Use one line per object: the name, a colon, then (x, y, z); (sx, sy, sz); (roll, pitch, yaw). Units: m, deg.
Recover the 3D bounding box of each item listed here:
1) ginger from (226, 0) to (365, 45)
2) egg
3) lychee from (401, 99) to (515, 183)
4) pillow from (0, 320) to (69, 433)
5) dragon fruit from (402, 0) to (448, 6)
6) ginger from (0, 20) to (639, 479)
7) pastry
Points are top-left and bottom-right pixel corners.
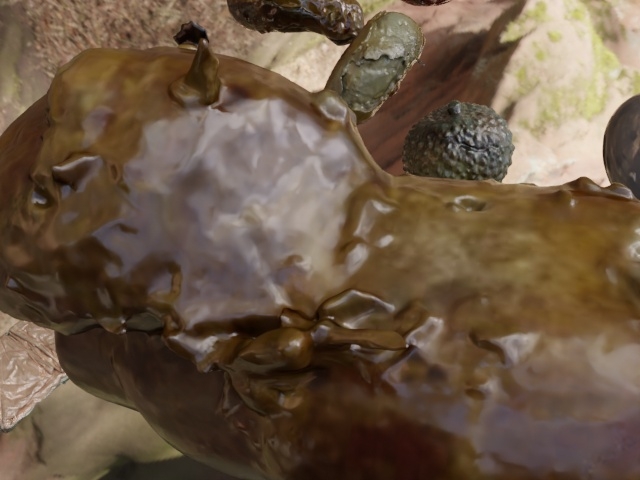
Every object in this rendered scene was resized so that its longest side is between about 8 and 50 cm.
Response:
ginger: (-0.062, -0.492, 1.626); (0.165, 0.321, 0.172); (-56, 151, -26)
egg: (0.487, -0.120, 1.158); (0.146, 0.146, 0.199); (-29, 119, -24)
lychee: (0.309, -0.186, 1.795); (0.255, 0.255, 0.274); (-24, 120, -29)
pillow: (-0.426, 0.174, 1.195); (0.232, 0.126, 0.043); (-43, 162, -36)
dragon fruit: (0.182, -0.493, 1.321); (0.224, 0.148, 0.218); (40, 112, -10)
ginger: (0.016, 0.022, 0.369); (0.254, 0.418, 0.176); (75, 32, -47)
pastry: (0.061, -0.205, 0.959); (0.081, 0.153, 0.153); (34, 98, -10)
